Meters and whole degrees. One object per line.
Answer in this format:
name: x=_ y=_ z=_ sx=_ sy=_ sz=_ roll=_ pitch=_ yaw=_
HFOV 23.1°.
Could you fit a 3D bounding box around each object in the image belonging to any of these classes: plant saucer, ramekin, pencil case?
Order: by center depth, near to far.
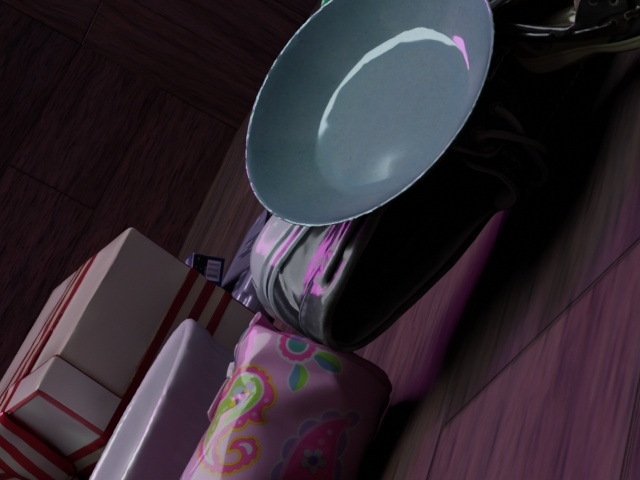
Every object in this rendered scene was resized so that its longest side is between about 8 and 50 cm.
plant saucer: x=0.037 y=-0.087 z=0.993 sx=0.195 sy=0.037 sz=0.195 roll=-25 pitch=47 yaw=30
pencil case: x=-0.053 y=0.193 z=1.056 sx=0.284 sy=0.124 sz=0.124 roll=-66 pitch=9 yaw=-13
ramekin: x=-0.122 y=0.220 z=1.370 sx=0.277 sy=0.135 sz=0.277 roll=-60 pitch=8 yaw=14

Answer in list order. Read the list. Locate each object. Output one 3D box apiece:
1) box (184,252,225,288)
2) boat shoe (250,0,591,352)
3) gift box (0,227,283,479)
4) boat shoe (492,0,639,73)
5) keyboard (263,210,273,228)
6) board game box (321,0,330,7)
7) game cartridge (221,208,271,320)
box: x=-0.172 y=0.144 z=2.025 sx=0.159 sy=0.044 sz=0.233 roll=145 pitch=134 yaw=-73
boat shoe: x=0.098 y=-0.057 z=1.038 sx=0.335 sy=0.121 sz=0.119 roll=-51 pitch=40 yaw=2
gift box: x=-0.214 y=0.188 z=1.679 sx=0.276 sy=0.255 sz=0.258 roll=-42 pitch=19 yaw=52
boat shoe: x=0.166 y=-0.141 z=0.926 sx=0.152 sy=0.049 sz=0.056 roll=-22 pitch=49 yaw=42
keyboard: x=-0.015 y=-0.065 z=1.641 sx=0.180 sy=0.023 sz=0.108 roll=-52 pitch=19 yaw=43
board game box: x=0.065 y=-0.241 z=1.440 sx=0.390 sy=0.050 sz=0.390 roll=90 pitch=-166 yaw=-56
game cartridge: x=-0.075 y=0.032 z=2.029 sx=0.198 sy=0.062 sz=0.297 roll=-59 pitch=7 yaw=-14
